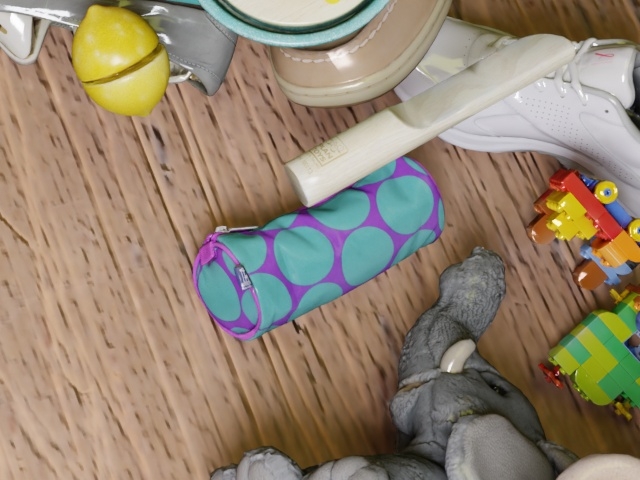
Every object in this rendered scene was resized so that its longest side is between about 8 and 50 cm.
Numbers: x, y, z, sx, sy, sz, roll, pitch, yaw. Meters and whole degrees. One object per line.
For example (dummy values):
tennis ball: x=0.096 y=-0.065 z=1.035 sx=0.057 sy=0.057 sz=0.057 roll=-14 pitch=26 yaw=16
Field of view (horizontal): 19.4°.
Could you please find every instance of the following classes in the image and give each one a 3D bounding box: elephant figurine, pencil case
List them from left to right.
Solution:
pencil case: x=0.000 y=0.000 z=1.134 sx=0.152 sy=0.064 sz=0.070 roll=-27 pitch=99 yaw=-27
elephant figurine: x=0.072 y=0.139 z=1.036 sx=0.239 sy=0.169 sz=0.186 roll=-25 pitch=117 yaw=-34

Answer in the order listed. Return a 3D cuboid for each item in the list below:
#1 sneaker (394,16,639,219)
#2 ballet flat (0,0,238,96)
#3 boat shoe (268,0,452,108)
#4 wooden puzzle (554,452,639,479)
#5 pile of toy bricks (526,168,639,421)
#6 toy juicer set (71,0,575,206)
sneaker: x=0.156 y=-0.102 z=1.204 sx=0.232 sy=0.115 sz=0.090 roll=20 pitch=60 yaw=-6
ballet flat: x=-0.158 y=-0.133 z=1.156 sx=0.213 sy=0.072 sz=0.068 roll=12 pitch=91 yaw=-8
boat shoe: x=0.026 y=-0.235 z=1.214 sx=0.122 sy=0.110 sz=0.341 roll=-1 pitch=53 yaw=19
wooden puzzle: x=0.123 y=0.329 z=0.930 sx=0.322 sy=0.080 sz=0.348 roll=52 pitch=58 yaw=-31
pile of toy bricks: x=0.185 y=0.059 z=1.154 sx=0.105 sy=0.118 sz=0.212 roll=-42 pitch=99 yaw=-2
toy juicer set: x=-0.038 y=-0.143 z=1.076 sx=0.329 sy=0.089 sz=0.209 roll=38 pitch=75 yaw=8
